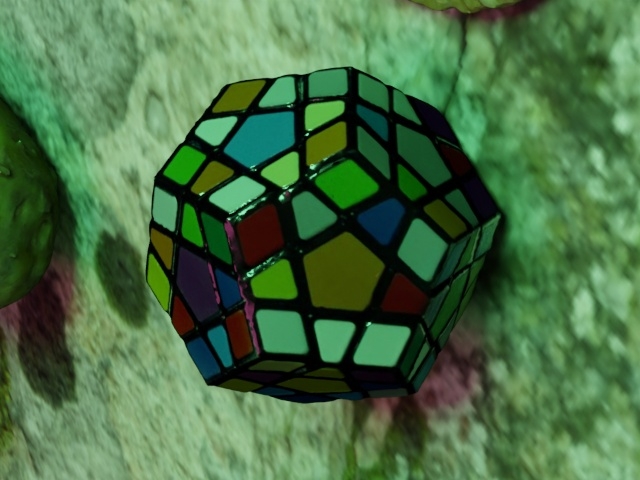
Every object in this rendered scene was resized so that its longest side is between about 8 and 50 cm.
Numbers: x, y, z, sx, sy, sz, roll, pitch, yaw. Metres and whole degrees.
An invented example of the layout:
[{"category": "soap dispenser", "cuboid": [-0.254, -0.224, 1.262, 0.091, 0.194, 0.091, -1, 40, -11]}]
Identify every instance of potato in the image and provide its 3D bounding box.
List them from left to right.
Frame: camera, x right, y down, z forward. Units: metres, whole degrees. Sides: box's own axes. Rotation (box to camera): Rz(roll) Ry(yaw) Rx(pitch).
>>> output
[{"category": "potato", "cuboid": [-0.233, -0.042, 0.976, 0.251, 0.113, 0.149, 38, 134, 42]}]

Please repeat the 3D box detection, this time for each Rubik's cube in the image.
[{"category": "Rubik's cube", "cuboid": [0.000, 0.000, 0.638, 0.133, 0.133, 0.112, 31, 156, 47]}]

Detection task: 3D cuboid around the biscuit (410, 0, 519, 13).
[{"category": "biscuit", "cuboid": [0.029, -0.181, 0.575, 0.220, 0.033, 0.220, 35, 135, 44]}]
